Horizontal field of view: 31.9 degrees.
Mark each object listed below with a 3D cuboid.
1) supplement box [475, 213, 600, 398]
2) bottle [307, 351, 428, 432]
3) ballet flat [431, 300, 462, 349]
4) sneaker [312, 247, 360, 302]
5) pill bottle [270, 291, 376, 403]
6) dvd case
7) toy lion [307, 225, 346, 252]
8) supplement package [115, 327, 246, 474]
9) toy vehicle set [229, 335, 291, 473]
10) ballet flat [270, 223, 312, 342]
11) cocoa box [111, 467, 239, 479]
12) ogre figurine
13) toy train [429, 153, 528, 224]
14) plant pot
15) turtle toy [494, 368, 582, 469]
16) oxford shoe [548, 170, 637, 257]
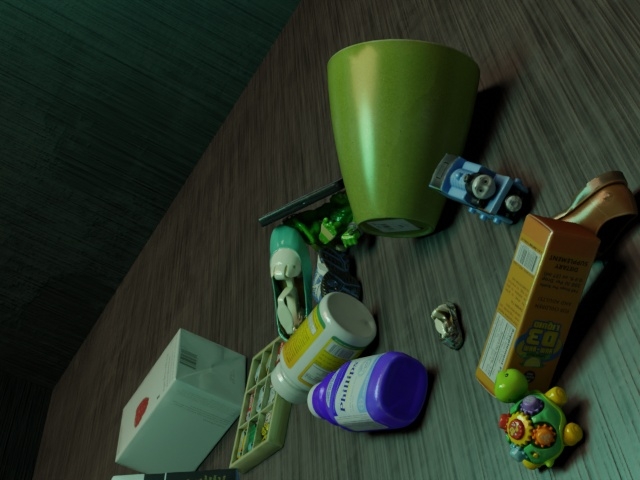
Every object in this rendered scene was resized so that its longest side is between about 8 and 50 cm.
[{"bbox_3d":[0.275,0.090,1.430,0.080,0.078,0.233,-127,49,-64],"label":"supplement box"},{"bbox_3d":[0.067,0.250,1.818,0.283,0.092,0.118,-23,45,62],"label":"bottle"},{"bbox_3d":[0.193,0.124,1.736,0.041,0.041,0.114,-55,20,23],"label":"ballet flat"},{"bbox_3d":[0.028,0.099,2.170,0.211,0.080,0.081,-93,18,-61],"label":"sneaker"},{"bbox_3d":[0.000,0.200,2.023,0.208,0.117,0.118,-52,22,31],"label":"pill bottle"},{"bbox_3d":[-0.015,-0.089,2.302,0.180,0.022,0.253,-24,3,15],"label":"dvd case"},{"bbox_3d":[0.000,0.000,2.306,0.100,0.096,0.034,-104,30,-61],"label":"toy lion"},{"bbox_3d":[-0.314,0.379,2.519,0.293,0.175,0.177,-53,22,28],"label":"supplement package"},{"bbox_3d":[-0.108,0.323,2.268,0.166,0.035,0.267,-43,28,45],"label":"toy vehicle set"},{"bbox_3d":[-0.059,0.090,2.210,0.087,0.083,0.247,-16,-82,-72],"label":"ballet flat"},{"bbox_3d":[-0.236,0.583,1.858,0.347,0.228,0.231,-94,0,-56],"label":"cocoa box"},{"bbox_3d":[0.025,-0.037,2.246,0.118,0.097,0.197,-35,11,-37],"label":"ogre figurine"},{"bbox_3d":[0.247,-0.081,1.756,0.080,0.105,0.184,-63,19,3],"label":"toy train"},{"bbox_3d":[0.139,-0.162,1.970,0.275,0.274,0.294,157,120,-62],"label":"plant pot"},{"bbox_3d":[0.254,0.217,1.368,0.095,0.066,0.130,-47,49,40],"label":"turtle toy"},{"bbox_3d":[0.336,0.002,1.482,0.212,0.076,0.076,-52,49,43],"label":"oxford shoe"}]
